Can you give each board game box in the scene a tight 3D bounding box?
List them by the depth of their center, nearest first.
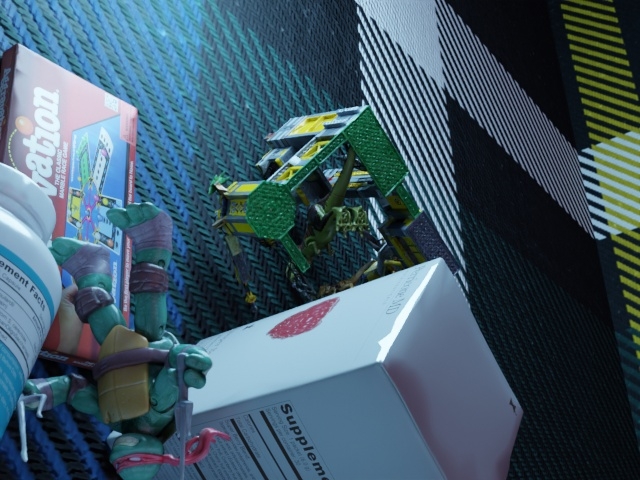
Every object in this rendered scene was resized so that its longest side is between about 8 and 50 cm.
[{"bbox_3d":[-0.233,-0.030,0.755,0.145,0.027,0.281,26,52,-46],"label":"board game box"}]

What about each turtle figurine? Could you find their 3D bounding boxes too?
[{"bbox_3d":[-0.155,0.096,0.638,0.118,0.175,0.234,58,18,-61],"label":"turtle figurine"}]

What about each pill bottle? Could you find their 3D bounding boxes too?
[{"bbox_3d":[-0.262,0.068,0.540,0.146,0.146,0.264,45,38,-33],"label":"pill bottle"}]

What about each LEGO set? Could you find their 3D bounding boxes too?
[{"bbox_3d":[0.000,0.000,1.004,0.331,0.192,0.255,47,67,-26],"label":"LEGO set"}]

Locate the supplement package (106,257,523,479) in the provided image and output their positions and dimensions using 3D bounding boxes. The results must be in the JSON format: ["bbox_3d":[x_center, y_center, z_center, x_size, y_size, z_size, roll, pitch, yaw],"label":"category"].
[{"bbox_3d":[-0.001,0.164,0.737,0.175,0.293,0.177,61,32,-12],"label":"supplement package"}]
